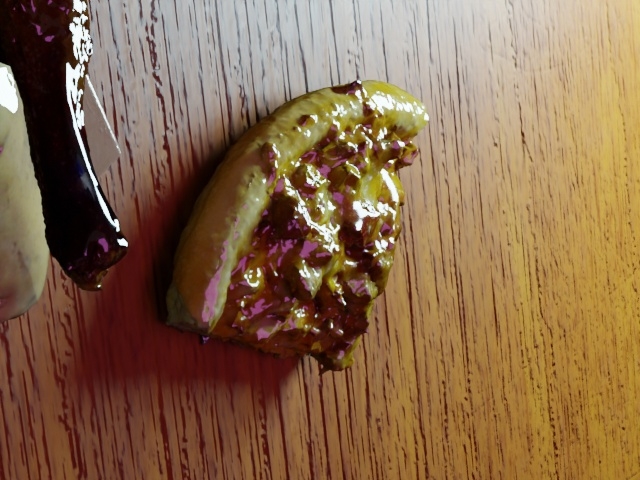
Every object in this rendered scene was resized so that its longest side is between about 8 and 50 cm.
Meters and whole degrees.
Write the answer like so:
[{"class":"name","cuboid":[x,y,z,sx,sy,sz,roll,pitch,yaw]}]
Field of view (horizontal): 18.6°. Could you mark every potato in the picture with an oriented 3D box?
[{"class":"potato","cuboid":[-0.238,-0.048,1.192,0.161,0.128,0.235,-24,114,-44]}]

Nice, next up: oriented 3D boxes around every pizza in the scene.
[{"class":"pizza","cuboid":[0.000,0.000,1.548,0.335,0.086,0.226,-44,125,-43]}]

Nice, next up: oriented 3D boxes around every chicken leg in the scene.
[{"class":"chicken leg","cuboid":[-0.201,-0.160,1.124,0.158,0.096,0.407,-25,81,-48]}]

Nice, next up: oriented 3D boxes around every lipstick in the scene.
[{"class":"lipstick","cuboid":[-0.186,-0.108,1.322,0.045,0.045,0.145,-49,129,-37]}]
